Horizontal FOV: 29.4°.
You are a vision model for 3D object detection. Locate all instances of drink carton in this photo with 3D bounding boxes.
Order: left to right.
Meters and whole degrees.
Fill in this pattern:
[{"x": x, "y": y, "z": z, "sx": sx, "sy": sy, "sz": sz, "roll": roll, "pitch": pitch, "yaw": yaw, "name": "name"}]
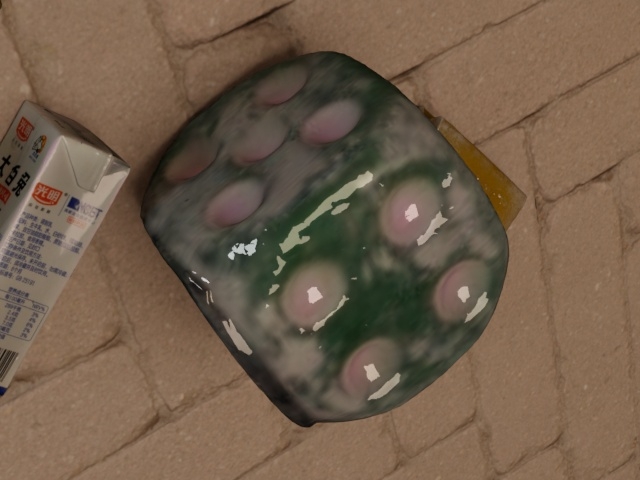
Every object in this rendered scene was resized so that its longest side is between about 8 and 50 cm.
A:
[{"x": -0.352, "y": 0.007, "z": 1.401, "sx": 0.106, "sy": 0.130, "sz": 0.315, "roll": 25, "pitch": 99, "yaw": -41, "name": "drink carton"}]

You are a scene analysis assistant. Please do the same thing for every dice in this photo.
[{"x": 0.000, "y": 0.000, "z": 1.493, "sx": 0.348, "sy": 0.330, "sz": 0.328, "roll": -41, "pitch": 126, "yaw": -7, "name": "dice"}]

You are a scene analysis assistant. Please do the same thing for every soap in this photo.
[{"x": 0.185, "y": -0.073, "z": 1.761, "sx": 0.232, "sy": 0.073, "sz": 0.140, "roll": 36, "pitch": 87, "yaw": -40, "name": "soap"}]

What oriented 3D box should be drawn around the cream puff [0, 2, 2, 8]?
[{"x": -0.416, "y": -0.303, "z": 1.103, "sx": 0.378, "sy": 0.275, "sz": 0.378, "roll": -18, "pitch": 125, "yaw": -28, "name": "cream puff"}]
